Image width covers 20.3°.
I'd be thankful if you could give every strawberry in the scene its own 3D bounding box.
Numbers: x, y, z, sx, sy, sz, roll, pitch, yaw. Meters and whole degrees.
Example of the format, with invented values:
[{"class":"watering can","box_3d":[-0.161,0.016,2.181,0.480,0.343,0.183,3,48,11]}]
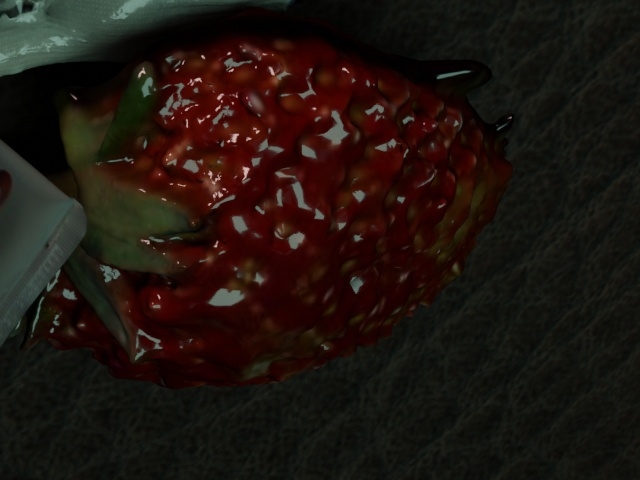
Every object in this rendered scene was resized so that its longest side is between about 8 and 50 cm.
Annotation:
[{"class":"strawberry","box_3d":[0.000,0.000,0.896,0.306,0.137,0.233,5,144,-35]}]

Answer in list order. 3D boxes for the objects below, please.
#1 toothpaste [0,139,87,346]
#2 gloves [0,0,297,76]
[{"class":"toothpaste","box_3d":[-0.224,-0.077,0.694,0.323,0.066,0.100,46,59,-25]},{"class":"gloves","box_3d":[-0.109,-0.126,0.800,0.229,0.097,0.119,-16,131,-34]}]
